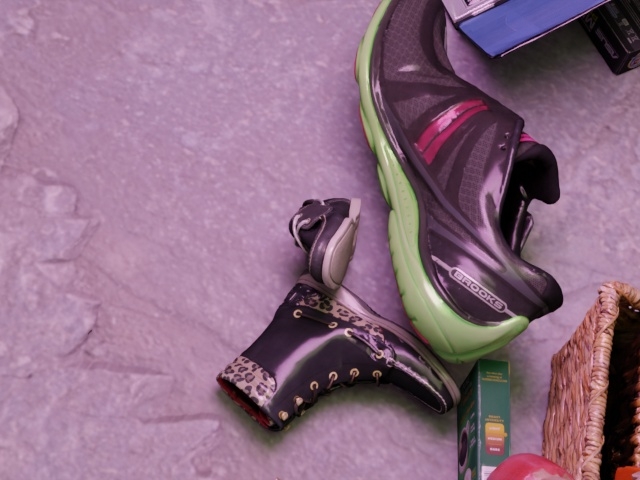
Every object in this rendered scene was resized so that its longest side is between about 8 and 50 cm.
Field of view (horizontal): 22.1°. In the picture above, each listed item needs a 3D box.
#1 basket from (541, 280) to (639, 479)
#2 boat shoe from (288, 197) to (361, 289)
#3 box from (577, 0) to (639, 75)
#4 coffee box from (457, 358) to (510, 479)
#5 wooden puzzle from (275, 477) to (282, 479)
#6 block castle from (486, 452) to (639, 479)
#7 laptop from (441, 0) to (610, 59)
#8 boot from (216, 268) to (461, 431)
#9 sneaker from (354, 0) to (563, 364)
[{"bbox_3d":[0.362,0.229,1.775,0.213,0.223,0.299,13,63,-3],"label":"basket"},{"bbox_3d":[0.000,0.000,1.843,0.079,0.233,0.084,11,104,2],"label":"boat shoe"},{"bbox_3d":[0.412,-0.371,2.156,0.216,0.060,0.270,-24,71,-19],"label":"box"},{"bbox_3d":[0.180,0.234,1.805,0.040,0.113,0.184,5,63,-6],"label":"coffee box"},{"bbox_3d":[-0.040,0.293,1.799,0.083,0.006,0.049,31,64,6],"label":"wooden puzzle"},{"bbox_3d":[0.359,0.368,1.538,0.453,0.213,0.303,10,86,-18],"label":"block castle"},{"bbox_3d":[0.298,-0.431,2.001,0.382,0.236,0.408,-27,72,3],"label":"laptop"},{"bbox_3d":[0.019,0.159,1.829,0.236,0.085,0.178,37,66,18],"label":"boot"},{"bbox_3d":[0.166,-0.089,1.877,0.202,0.185,0.483,-18,62,12],"label":"sneaker"}]
